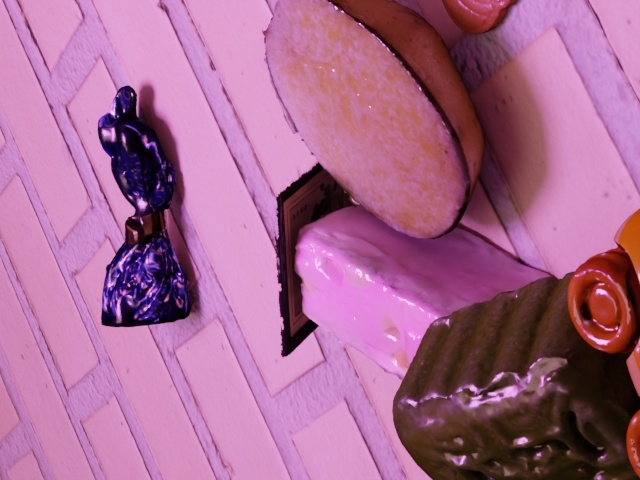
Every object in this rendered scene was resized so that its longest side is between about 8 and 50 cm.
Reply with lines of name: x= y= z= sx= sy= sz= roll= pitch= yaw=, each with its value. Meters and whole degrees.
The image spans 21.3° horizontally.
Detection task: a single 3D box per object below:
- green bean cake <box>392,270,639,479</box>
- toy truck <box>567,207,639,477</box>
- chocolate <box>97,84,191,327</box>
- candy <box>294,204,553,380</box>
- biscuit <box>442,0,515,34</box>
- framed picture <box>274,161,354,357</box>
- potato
green bean cake: x=0.218 y=0.170 z=1.534 sx=0.250 sy=0.156 sz=0.247 roll=44 pitch=139 yaw=-23
toy truck: x=0.354 y=0.086 z=1.358 sx=0.211 sy=0.204 sz=0.288 roll=-27 pitch=79 yaw=55
chocolate: x=-0.243 y=-0.042 z=2.327 sx=0.148 sy=0.126 sz=0.343 roll=-83 pitch=-6 yaw=-73
candy: x=0.105 y=0.060 z=1.780 sx=0.265 sy=0.155 sz=0.116 roll=31 pitch=128 yaw=46
biscuit: x=0.154 y=-0.261 z=1.662 sx=0.102 sy=0.019 sz=0.130 roll=55 pitch=144 yaw=23
framed picture: x=0.000 y=0.000 z=1.890 sx=0.010 sy=0.195 sz=0.199 roll=10 pitch=118 yaw=25
potato: x=0.074 y=-0.143 z=1.763 sx=0.299 sy=0.116 sz=0.239 roll=47 pitch=144 yaw=19
